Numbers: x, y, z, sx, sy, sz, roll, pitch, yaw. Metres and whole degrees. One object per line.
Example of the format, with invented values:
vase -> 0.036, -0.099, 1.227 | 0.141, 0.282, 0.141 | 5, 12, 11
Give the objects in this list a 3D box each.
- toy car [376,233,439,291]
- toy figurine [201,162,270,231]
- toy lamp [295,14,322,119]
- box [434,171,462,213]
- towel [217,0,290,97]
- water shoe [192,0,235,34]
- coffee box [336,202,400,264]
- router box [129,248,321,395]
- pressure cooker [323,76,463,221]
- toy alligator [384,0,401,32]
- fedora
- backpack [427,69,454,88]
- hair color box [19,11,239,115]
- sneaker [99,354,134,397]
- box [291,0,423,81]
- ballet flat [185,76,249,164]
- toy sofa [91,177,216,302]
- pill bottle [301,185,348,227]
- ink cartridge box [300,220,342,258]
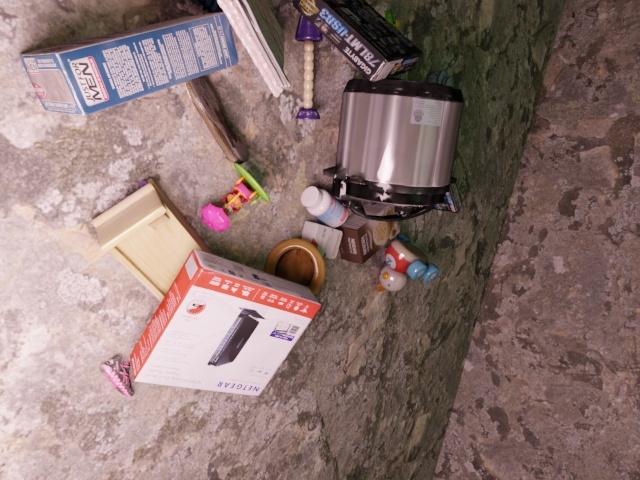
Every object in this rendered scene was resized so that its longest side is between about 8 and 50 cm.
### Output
toy car -> 0.292, 0.121, 1.802 | 0.210, 0.219, 0.238 | 14, 119, -50
toy figurine -> -0.229, -0.092, 1.155 | 0.159, 0.173, 0.130 | -43, 100, -7
toy lamp -> -0.033, -0.479, 1.281 | 0.080, 0.080, 0.275 | -17, 113, -46
box -> 0.472, -0.211, 1.884 | 0.051, 0.175, 0.220 | -55, 136, -23
towel -> -0.162, -0.522, 0.994 | 0.332, 0.053, 0.317 | 56, 18, -44
water shoe -> -0.258, -0.547, 1.018 | 0.080, 0.073, 0.203 | -30, 128, -8
coffee box -> 0.175, -0.040, 1.646 | 0.246, 0.098, 0.141 | -37, 127, -37
router box -> -0.210, 0.206, 1.065 | 0.335, 0.082, 0.301 | 23, 106, -39
pressure cooker -> 0.222, -0.264, 1.408 | 0.375, 0.369, 0.421 | -27, 125, -63
toy alligator -> 0.232, -0.728, 1.540 | 0.051, 0.056, 0.190 | -94, 167, -56
fedora -> -0.075, 0.090, 1.383 | 0.079, 0.194, 0.195 | -44, 146, -85
backpack -> 0.482, -0.618, 1.839 | 0.105, 0.084, 0.114 | -52, 133, -29
hair color box -> -0.347, -0.344, 0.878 | 0.347, 0.173, 0.105 | -36, 128, -37
sneaker -> -0.456, 0.313, 1.064 | 0.057, 0.047, 0.120 | -52, 138, -42
box -> 0.110, -0.563, 1.237 | 0.073, 0.295, 0.293 | -49, 174, 36
ballet flat -> -0.255, -0.283, 1.102 | 0.250, 0.058, 0.084 | 59, 32, -39
toy sofa -> -0.338, 0.047, 1.058 | 0.150, 0.177, 0.363 | -36, 131, -7
pill bottle -> 0.012, -0.107, 1.442 | 0.160, 0.087, 0.087 | 30, 78, -50
ink cartridge box -> 0.000, 0.000, 1.486 | 0.135, 0.056, 0.100 | 16, 90, -50
